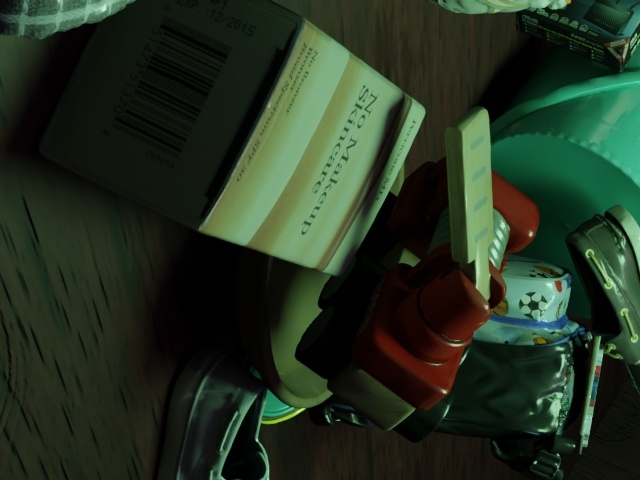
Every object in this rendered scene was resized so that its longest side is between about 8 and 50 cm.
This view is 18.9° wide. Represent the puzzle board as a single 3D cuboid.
[{"bbox_3d":[0.261,0.151,1.856,0.128,0.011,0.096,64,35,-74],"label":"puzzle board"}]

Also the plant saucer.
[{"bbox_3d":[0.000,0.000,1.580,0.278,0.041,0.277,13,90,-68],"label":"plant saucer"}]

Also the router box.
[{"bbox_3d":[0.275,-0.235,1.949,0.092,0.122,0.038,-55,156,-22],"label":"router box"}]

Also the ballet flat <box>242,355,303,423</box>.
[{"bbox_3d":[-0.005,0.074,1.717,0.231,0.077,0.077,-56,-173,-23],"label":"ballet flat"}]

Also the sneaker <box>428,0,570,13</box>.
[{"bbox_3d":[0.130,-0.228,1.578,0.262,0.121,0.099,22,55,-74],"label":"sneaker"}]

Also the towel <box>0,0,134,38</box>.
[{"bbox_3d":[-0.085,-0.253,0.968,0.284,0.121,0.235,-41,153,-48],"label":"towel"}]

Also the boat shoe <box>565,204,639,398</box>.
[{"bbox_3d":[0.299,0.074,1.920,0.069,0.081,0.227,-25,117,-10],"label":"boat shoe"}]

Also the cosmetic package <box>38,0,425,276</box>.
[{"bbox_3d":[-0.047,-0.076,1.293,0.153,0.129,0.296,-64,162,3],"label":"cosmetic package"}]

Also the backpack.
[{"bbox_3d":[0.147,0.111,1.917,0.263,0.277,0.213,22,81,-75],"label":"backpack"}]

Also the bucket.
[{"bbox_3d":[0.293,-0.065,2.016,0.183,0.281,0.281,-48,157,-39],"label":"bucket"}]

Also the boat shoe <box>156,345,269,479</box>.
[{"bbox_3d":[-0.085,0.188,1.627,0.079,0.081,0.227,-46,155,-41],"label":"boat shoe"}]

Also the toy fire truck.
[{"bbox_3d":[0.098,-0.004,1.450,0.246,0.158,0.217,-42,-164,41],"label":"toy fire truck"}]
